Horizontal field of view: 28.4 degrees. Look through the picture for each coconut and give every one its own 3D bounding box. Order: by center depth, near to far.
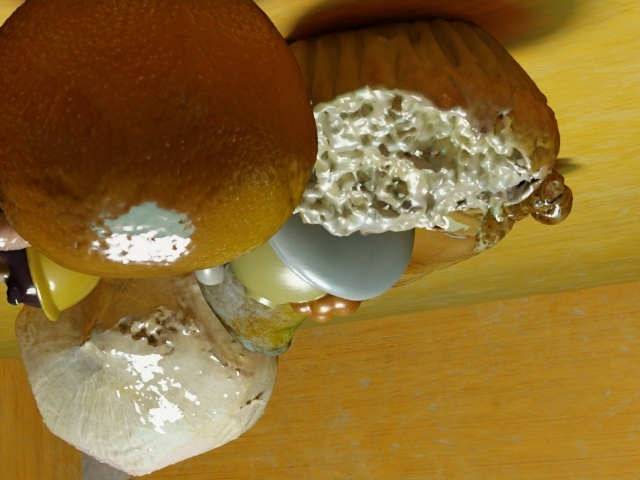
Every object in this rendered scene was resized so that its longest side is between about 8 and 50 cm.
[{"bbox_3d":[-0.257,0.152,1.889,0.404,0.405,0.404,-4,170,-1],"label":"coconut"}]

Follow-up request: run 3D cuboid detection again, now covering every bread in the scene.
[{"bbox_3d":[0.081,-0.105,1.151,0.274,0.149,0.274,-2,158,-1],"label":"bread"},{"bbox_3d":[0.118,-0.029,1.657,0.195,0.149,0.344,-1,169,-25],"label":"bread"}]

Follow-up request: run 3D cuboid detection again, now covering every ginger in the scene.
[{"bbox_3d":[0.282,-0.063,1.772,0.162,0.073,0.103,-4,159,36],"label":"ginger"}]

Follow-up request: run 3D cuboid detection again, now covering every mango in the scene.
[{"bbox_3d":[-0.078,0.035,1.682,0.192,0.146,0.316,26,141,19],"label":"mango"}]

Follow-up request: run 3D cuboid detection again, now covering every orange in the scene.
[{"bbox_3d":[-0.126,-0.085,0.958,0.264,0.264,0.264,-4,170,-1],"label":"orange"}]

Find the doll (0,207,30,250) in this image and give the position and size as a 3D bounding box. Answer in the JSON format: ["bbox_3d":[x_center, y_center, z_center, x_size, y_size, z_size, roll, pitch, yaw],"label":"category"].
[{"bbox_3d":[-0.318,-0.077,1.287,0.303,0.201,0.156,6,125,-24],"label":"doll"}]

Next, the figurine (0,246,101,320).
[{"bbox_3d":[-0.377,-0.006,1.500,0.256,0.192,0.167,12,146,-24],"label":"figurine"}]

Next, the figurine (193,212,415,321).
[{"bbox_3d":[-0.093,-0.017,1.386,0.381,0.225,0.205,-10,163,17],"label":"figurine"}]
